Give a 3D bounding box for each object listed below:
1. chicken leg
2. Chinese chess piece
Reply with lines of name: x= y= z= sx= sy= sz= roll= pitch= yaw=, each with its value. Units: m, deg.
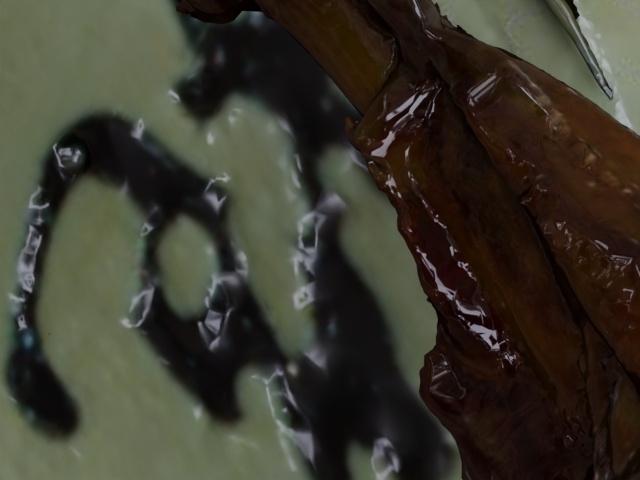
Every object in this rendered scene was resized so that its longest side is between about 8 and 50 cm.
chicken leg: x=0.046 y=-0.006 z=0.355 sx=0.304 sy=0.093 sz=0.113 roll=57 pitch=149 yaw=21
Chinese chess piece: x=0.000 y=0.000 z=0.616 sx=0.349 sy=0.146 sz=0.349 roll=7 pitch=102 yaw=35
